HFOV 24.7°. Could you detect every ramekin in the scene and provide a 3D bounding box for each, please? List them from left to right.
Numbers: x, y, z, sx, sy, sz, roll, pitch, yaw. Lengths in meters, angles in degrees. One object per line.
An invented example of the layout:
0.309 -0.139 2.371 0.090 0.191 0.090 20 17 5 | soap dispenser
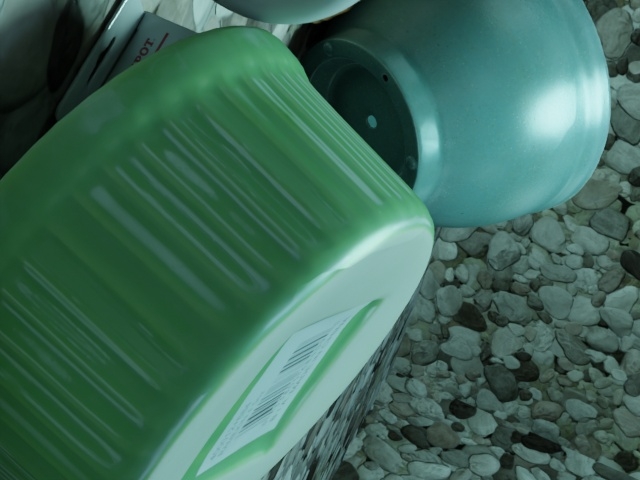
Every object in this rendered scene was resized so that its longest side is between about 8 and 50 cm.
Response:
-0.074 0.042 0.833 0.303 0.148 0.303 -44 165 -15 | ramekin

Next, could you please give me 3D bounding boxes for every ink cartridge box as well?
-0.105 -0.069 0.925 0.104 0.060 0.180 -63 170 -19 | ink cartridge box

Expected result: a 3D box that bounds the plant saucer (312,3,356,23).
0.035 -0.282 1.286 0.200 0.037 0.200 23 90 -80 | plant saucer

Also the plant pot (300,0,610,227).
0.100 -0.135 1.392 0.196 0.293 0.293 -24 145 -35 | plant pot

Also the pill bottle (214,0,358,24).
0.015 -0.235 0.900 0.265 0.153 0.153 -47 158 -61 | pill bottle
